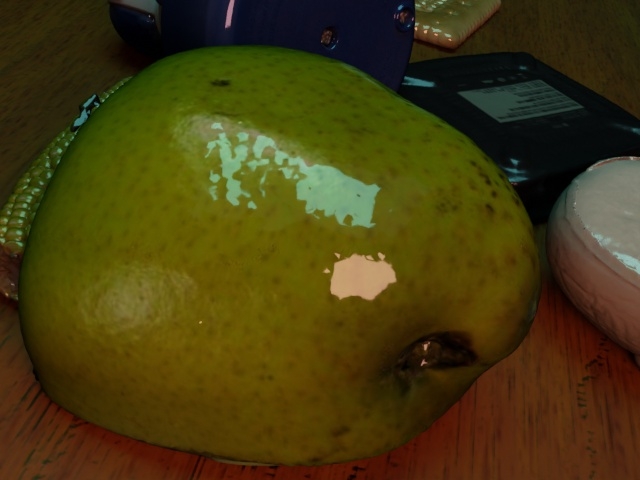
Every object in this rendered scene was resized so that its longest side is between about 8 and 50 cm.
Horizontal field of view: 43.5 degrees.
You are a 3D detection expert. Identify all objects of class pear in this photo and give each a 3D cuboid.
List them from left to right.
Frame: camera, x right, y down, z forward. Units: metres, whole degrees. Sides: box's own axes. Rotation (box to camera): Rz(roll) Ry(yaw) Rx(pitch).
[{"bbox_3d":[0.000,0.000,0.582,0.318,0.239,0.342,20,37,26],"label":"pear"}]

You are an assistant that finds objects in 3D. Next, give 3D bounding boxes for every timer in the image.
[{"bbox_3d":[-0.112,-0.256,0.921,0.270,0.271,0.383,-22,32,-36],"label":"timer"}]

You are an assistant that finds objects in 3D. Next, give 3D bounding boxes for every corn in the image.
[{"bbox_3d":[-0.200,-0.067,0.731,0.101,0.102,0.310,16,37,8],"label":"corn"}]

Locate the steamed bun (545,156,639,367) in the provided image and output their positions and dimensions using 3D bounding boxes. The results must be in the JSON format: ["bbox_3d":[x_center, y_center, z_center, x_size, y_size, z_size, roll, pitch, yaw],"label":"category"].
[{"bbox_3d":[0.302,0.033,0.692,0.228,0.131,0.177,33,53,26],"label":"steamed bun"}]

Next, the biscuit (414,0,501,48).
[{"bbox_3d":[0.185,-0.374,1.285,0.160,0.030,0.250,24,39,18],"label":"biscuit"}]

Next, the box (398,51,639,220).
[{"bbox_3d":[0.225,-0.140,0.949,0.289,0.073,0.289,-14,43,-29],"label":"box"}]
